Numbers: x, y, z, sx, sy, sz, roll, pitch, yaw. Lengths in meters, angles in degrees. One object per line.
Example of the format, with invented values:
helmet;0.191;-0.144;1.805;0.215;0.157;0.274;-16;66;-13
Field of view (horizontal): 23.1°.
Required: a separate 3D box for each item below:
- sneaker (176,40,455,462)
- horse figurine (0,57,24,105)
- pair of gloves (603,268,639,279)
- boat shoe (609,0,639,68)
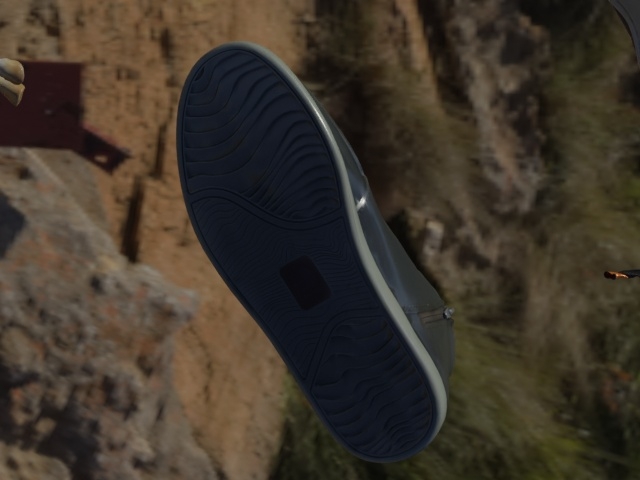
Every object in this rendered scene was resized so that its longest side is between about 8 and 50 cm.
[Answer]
sneaker;0.000;0.000;0.810;0.083;0.118;0.222;-23;96;15
horse figurine;-0.252;-0.105;0.841;0.174;0.263;0.066;29;119;-7
pair of gloves;0.328;0.038;1.531;0.074;0.083;0.010;-2;98;-27
boat shoe;0.356;-0.243;1.604;0.095;0.112;0.335;-9;57;-40
